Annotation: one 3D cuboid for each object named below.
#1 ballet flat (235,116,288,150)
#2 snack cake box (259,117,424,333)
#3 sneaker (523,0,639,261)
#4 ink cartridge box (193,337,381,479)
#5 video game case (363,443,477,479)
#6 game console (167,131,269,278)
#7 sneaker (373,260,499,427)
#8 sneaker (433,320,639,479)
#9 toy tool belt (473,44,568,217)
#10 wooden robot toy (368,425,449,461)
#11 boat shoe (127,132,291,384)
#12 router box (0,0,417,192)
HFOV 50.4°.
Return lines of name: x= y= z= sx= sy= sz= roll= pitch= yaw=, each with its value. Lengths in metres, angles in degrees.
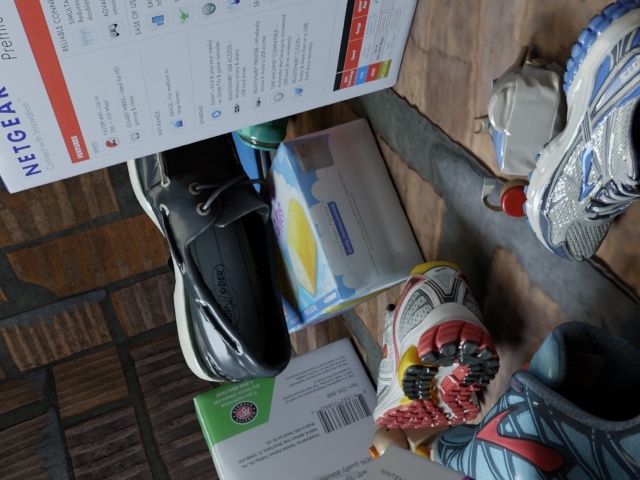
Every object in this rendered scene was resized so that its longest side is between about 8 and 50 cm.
ballet flat: x=-0.097 y=-0.190 z=0.869 sx=0.247 sy=0.083 sz=0.087 roll=46 pitch=125 yaw=56
snack cake box: x=0.000 y=0.000 z=0.710 sx=0.264 sy=0.089 sz=0.152 roll=133 pitch=117 yaw=-71
sneaker: x=0.135 y=-0.035 z=0.310 sx=0.058 sy=0.052 sz=0.135 roll=50 pitch=154 yaw=42
ink cartridge box: x=-0.005 y=0.296 z=0.819 sx=0.121 sy=0.211 sz=0.289 roll=101 pitch=147 yaw=-58
video game case: x=0.146 y=0.191 z=0.278 sx=0.232 sy=0.042 sz=0.210 roll=50 pitch=155 yaw=-25
game console: x=-0.177 y=-0.057 z=1.096 sx=0.173 sy=0.250 sz=0.293 roll=50 pitch=173 yaw=-24
sneaker: x=0.092 y=0.096 z=0.563 sx=0.225 sy=0.088 sz=0.093 roll=99 pitch=169 yaw=-57
sneaker: x=0.147 y=0.106 z=0.374 sx=0.262 sy=0.104 sz=0.125 roll=157 pitch=104 yaw=-65
toy tool belt: x=0.112 y=-0.061 z=0.377 sx=0.051 sy=0.052 sz=0.083 roll=-76 pitch=-14 yaw=-56
wooden robot toy: x=0.088 y=0.204 z=0.659 sx=0.173 sy=0.079 sz=0.076 roll=-134 pitch=31 yaw=-57
boat shoe: x=-0.097 y=-0.014 z=0.668 sx=0.113 sy=0.127 sz=0.340 roll=3 pitch=103 yaw=42
router box: x=-0.074 y=-0.193 z=0.374 sx=0.335 sy=0.301 sz=0.082 roll=101 pitch=146 yaw=-58
